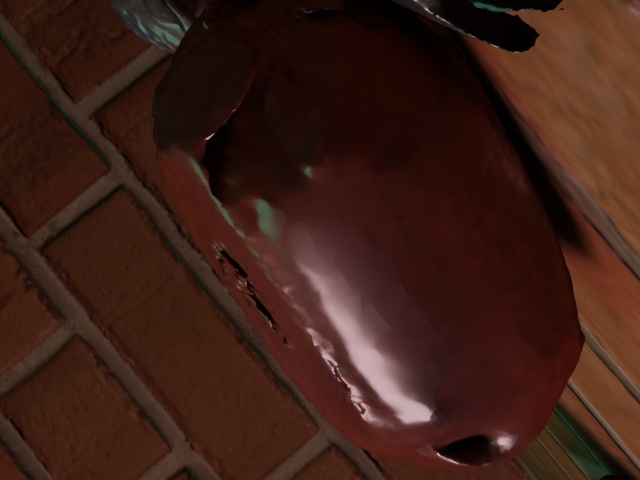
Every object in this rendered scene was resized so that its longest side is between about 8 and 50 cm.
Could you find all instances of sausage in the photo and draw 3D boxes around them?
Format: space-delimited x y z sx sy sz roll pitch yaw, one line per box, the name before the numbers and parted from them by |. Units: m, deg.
sausage | 0.029 -0.005 0.651 0.280 0.152 0.152 56 175 -35

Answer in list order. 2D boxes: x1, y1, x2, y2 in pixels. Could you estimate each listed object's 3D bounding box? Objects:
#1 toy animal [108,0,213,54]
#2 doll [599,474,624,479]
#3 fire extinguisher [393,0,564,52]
toy animal | -0.144 -0.231 1.202 0.195 0.090 0.324 58 167 -17
doll | 0.275 0.385 1.293 0.284 0.240 0.310 7 128 47
fire extinguisher | 0.008 -0.113 0.348 0.099 0.071 0.231 19 165 24
